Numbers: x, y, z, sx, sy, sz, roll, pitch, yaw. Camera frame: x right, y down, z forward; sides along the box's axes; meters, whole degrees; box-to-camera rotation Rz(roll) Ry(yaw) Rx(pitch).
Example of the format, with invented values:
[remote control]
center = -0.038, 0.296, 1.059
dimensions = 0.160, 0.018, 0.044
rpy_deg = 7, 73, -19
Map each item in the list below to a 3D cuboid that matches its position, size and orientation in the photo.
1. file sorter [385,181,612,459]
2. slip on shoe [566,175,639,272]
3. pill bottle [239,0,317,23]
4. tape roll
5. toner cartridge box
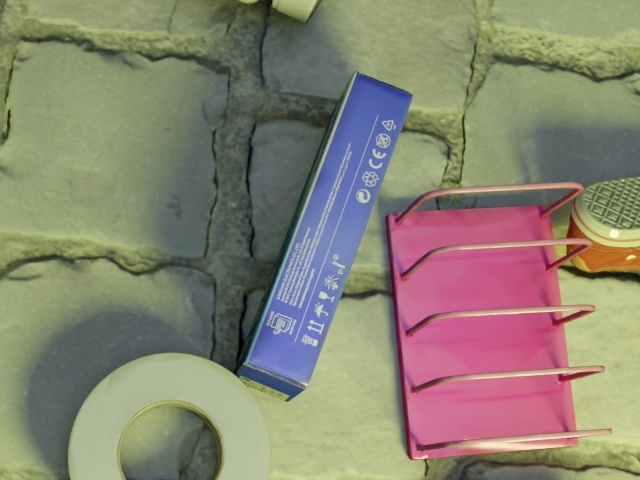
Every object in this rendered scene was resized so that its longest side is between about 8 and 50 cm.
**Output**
[file sorter]
center = 0.202, 0.090, 1.452
dimensions = 0.202, 0.182, 0.291
rpy_deg = -3, 79, -10
[slip on shoe]
center = 0.438, -0.019, 1.564
dimensions = 0.331, 0.101, 0.123
rpy_deg = -5, 51, -23
[pill bottle]
center = -0.109, -0.378, 1.505
dimensions = 0.283, 0.161, 0.161
rpy_deg = 29, 75, -3
[tape roll]
center = -0.165, 0.235, 1.417
dimensions = 0.219, 0.072, 0.219
rpy_deg = 2, 79, -8
[toner cartridge box]
center = 0.000, 0.000, 1.445
dimensions = 0.075, 0.165, 0.348
rpy_deg = 22, 75, -5
